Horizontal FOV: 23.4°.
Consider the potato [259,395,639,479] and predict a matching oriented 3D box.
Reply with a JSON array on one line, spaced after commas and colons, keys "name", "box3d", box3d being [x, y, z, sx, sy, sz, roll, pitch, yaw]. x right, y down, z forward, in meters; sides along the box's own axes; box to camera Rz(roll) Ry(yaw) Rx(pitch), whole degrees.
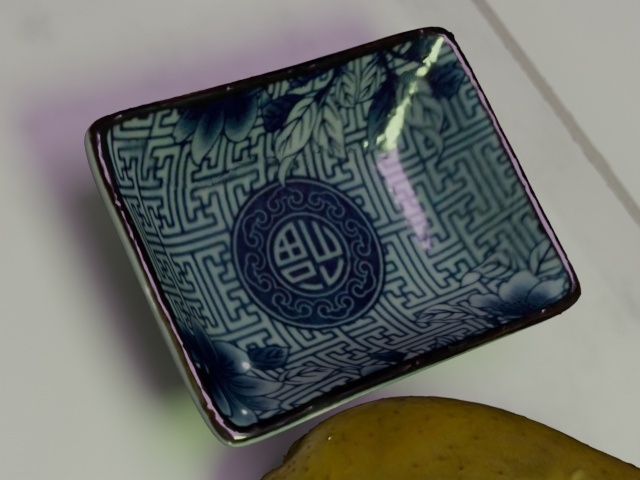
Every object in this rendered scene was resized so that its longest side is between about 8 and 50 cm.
[{"name": "potato", "box3d": [0.129, 0.216, 0.775, 0.369, 0.195, 0.176, 39, 13, 1]}]

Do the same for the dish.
[{"name": "dish", "box3d": [0.000, 0.000, 0.838, 0.243, 0.080, 0.182, -19, 78, -30]}]
